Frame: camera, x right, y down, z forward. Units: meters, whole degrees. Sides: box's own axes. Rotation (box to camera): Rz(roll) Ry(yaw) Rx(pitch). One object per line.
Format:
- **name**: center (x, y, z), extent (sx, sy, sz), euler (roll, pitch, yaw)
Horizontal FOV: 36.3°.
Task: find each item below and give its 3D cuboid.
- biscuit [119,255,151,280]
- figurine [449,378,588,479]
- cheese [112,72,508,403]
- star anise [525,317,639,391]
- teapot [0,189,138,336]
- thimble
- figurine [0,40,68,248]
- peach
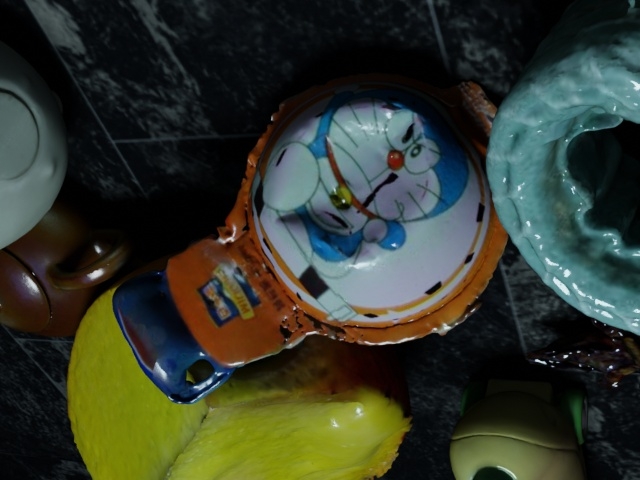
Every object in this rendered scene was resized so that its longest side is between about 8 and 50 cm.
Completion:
- **biscuit**: center (-0.199, 0.090, 1.102), extent (0.145, 0.033, 0.224), euler (22, 141, -1)
- **figurine**: center (0.210, 0.281, 1.004), extent (0.124, 0.222, 0.324), euler (-1, 138, 21)
- **cheese**: center (0.000, 0.000, 0.736), extent (0.329, 0.216, 0.129), euler (-32, 168, 4)
- **star anise**: center (0.273, 0.094, 0.882), extent (0.157, 0.053, 0.212), euler (16, 145, 4)
- **teapot**: center (-0.279, 0.030, 0.961), extent (0.252, 0.135, 0.178), euler (-5, 127, 39)
- **thimble**: center (0.217, -0.060, 0.614), extent (0.199, 0.143, 0.235), euler (6, 135, 34)
- **figurine**: center (-0.404, -0.118, 0.857), extent (0.394, 0.227, 0.274), euler (5, 110, 36)
- **peach**: center (-0.079, 0.163, 0.974), extent (0.306, 0.242, 0.380), euler (-4, 138, -28)
